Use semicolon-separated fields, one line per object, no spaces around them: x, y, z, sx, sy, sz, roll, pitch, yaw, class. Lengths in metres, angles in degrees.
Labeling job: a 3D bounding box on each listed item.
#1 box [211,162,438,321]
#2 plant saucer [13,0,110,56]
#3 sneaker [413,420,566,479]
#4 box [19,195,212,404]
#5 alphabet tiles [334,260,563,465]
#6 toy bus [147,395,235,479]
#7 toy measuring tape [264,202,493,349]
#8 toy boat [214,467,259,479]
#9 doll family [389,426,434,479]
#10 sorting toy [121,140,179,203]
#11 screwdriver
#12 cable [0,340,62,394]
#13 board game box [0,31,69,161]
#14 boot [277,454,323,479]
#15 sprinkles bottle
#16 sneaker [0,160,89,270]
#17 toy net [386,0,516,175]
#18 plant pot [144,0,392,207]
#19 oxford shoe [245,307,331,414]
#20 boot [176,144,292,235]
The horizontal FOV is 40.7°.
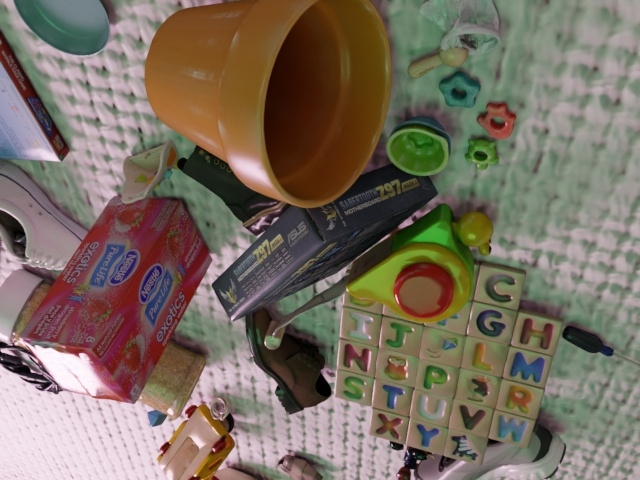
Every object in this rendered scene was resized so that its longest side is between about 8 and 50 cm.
0.000;0.000;0.996;0.059;0.183;0.232;59;141;9;box
-0.284;-0.259;0.958;0.119;0.021;0.119;14;142;11;plant saucer
0.246;0.327;1.346;0.108;0.100;0.271;48;132;-13;sneaker
-0.264;0.074;1.156;0.122;0.257;0.128;5;139;25;box
0.161;0.163;1.167;0.285;0.011;0.343;13;125;14;alphabet tiles
-0.215;0.378;1.624;0.202;0.191;0.104;-5;178;32;toy bus
0.080;0.072;1.053;0.330;0.121;0.121;-36;116;27;toy measuring tape
-0.115;0.586;1.789;0.318;0.148;0.267;-8;133;34;toy boat
0.143;0.300;1.340;0.076;0.111;0.193;-3;136;30;doll family
-0.221;-0.079;1.099;0.083;0.075;0.045;-13;130;38;sorting toy
0.388;0.150;1.108;0.170;0.024;0.025;24;171;-4;screwdriver
-0.576;0.239;1.701;0.150;0.047;0.184;-16;131;46;cable
-0.441;-0.213;1.090;0.145;0.027;0.281;4;139;21;board game box
-0.045;0.457;1.693;0.087;0.042;0.118;30;141;1;boot
-0.374;0.175;1.448;0.355;0.121;0.121;26;143;-4;sprinkles bottle
-0.416;0.002;1.284;0.094;0.091;0.258;-15;129;39;sneaker
0.139;-0.150;0.852;0.122;0.045;0.232;17;142;9;toy net
-0.062;-0.153;0.849;0.188;0.205;0.205;18;146;33;plant pot
-0.046;0.172;1.327;0.096;0.083;0.227;-17;130;16;oxford shoe
-0.087;-0.090;1.024;0.137;0.077;0.198;37;140;-10;boot
